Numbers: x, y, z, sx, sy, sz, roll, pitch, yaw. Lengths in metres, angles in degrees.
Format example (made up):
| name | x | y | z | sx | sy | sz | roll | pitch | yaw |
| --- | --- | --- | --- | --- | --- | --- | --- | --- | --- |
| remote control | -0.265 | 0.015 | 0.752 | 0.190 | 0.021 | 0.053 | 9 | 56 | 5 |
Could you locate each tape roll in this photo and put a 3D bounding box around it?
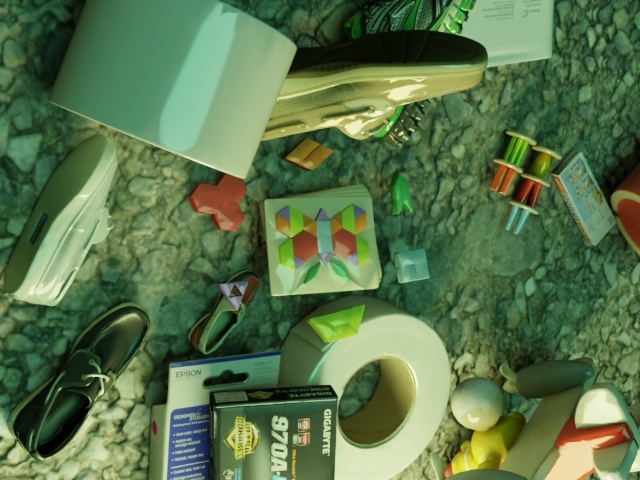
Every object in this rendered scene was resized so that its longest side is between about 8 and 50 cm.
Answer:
| name | x | y | z | sx | sy | sz | roll | pitch | yaw |
| --- | --- | --- | --- | --- | --- | --- | --- | --- | --- |
| tape roll | 0.061 | 0.230 | 1.464 | 0.286 | 0.100 | 0.286 | -10 | 110 | -30 |
| tape roll | -0.168 | -0.193 | 1.100 | 0.246 | 0.246 | 0.169 | 19 | 94 | -35 |

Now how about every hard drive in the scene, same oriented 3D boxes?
| name | x | y | z | sx | sy | sz | roll | pitch | yaw |
| --- | --- | --- | --- | --- | --- | --- | --- | --- | --- |
| hard drive | 0.255 | -0.440 | 1.416 | 0.233 | 0.047 | 0.353 | -13 | 112 | -29 |

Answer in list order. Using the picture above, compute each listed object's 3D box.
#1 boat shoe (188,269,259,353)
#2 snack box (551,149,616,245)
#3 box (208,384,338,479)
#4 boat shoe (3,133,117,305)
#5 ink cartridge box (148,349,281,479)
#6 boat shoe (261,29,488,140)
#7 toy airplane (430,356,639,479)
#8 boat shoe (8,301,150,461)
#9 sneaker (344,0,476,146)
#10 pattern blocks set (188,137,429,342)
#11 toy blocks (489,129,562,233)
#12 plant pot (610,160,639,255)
| name | x | y | z | sx | sy | sz | roll | pitch | yaw |
| --- | --- | --- | --- | --- | --- | --- | --- | --- | --- |
| boat shoe | -0.130 | 0.101 | 1.337 | 0.137 | 0.043 | 0.049 | -50 | 122 | -12 |
| snack box | 0.466 | -0.073 | 1.679 | 0.064 | 0.022 | 0.178 | -45 | 123 | -12 |
| box | -0.068 | 0.315 | 1.333 | 0.175 | 0.051 | 0.220 | -1 | 106 | -13 |
| boat shoe | -0.304 | -0.022 | 1.175 | 0.081 | 0.079 | 0.228 | 28 | 93 | -45 |
| ink cartridge box | -0.158 | 0.331 | 1.376 | 0.175 | 0.069 | 0.371 | -3 | 109 | -31 |
| boat shoe | 0.049 | -0.196 | 1.239 | 0.122 | 0.341 | 0.110 | -70 | 152 | -55 |
| toy airplane | 0.331 | 0.320 | 1.524 | 0.384 | 0.386 | 0.272 | -44 | 84 | -3 |
| boat shoe | -0.299 | 0.183 | 1.233 | 0.233 | 0.079 | 0.084 | -49 | 122 | -13 |
| sneaker | 0.120 | -0.309 | 1.301 | 0.146 | 0.134 | 0.344 | 22 | 99 | -9 |
| pattern blocks set | 0.000 | 0.000 | 1.339 | 0.324 | 0.026 | 0.286 | -20 | 94 | -25 |
| toy blocks | 0.322 | -0.092 | 1.562 | 0.123 | 0.054 | 0.148 | 21 | 93 | -36 |
| plant pot | 0.668 | -0.080 | 1.681 | 0.243 | 0.275 | 0.275 | -36 | 121 | -7 |
